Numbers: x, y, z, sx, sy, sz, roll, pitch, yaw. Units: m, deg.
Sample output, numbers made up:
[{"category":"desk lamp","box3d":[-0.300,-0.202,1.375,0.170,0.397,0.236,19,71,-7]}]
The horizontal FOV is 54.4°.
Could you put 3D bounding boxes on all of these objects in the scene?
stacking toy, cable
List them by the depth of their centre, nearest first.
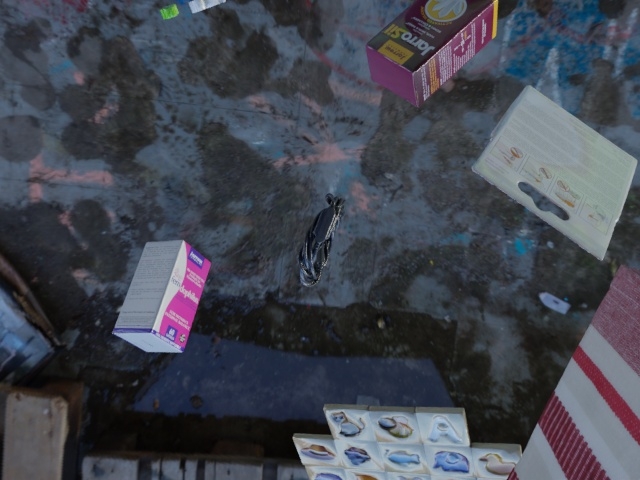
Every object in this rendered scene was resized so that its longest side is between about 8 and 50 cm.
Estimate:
[{"category":"stacking toy","box3d":[-0.229,-0.435,0.958,0.052,0.221,0.166,-29,116,-21]},{"category":"cable","box3d":[0.000,0.000,1.207,0.047,0.150,0.184,19,89,7]}]

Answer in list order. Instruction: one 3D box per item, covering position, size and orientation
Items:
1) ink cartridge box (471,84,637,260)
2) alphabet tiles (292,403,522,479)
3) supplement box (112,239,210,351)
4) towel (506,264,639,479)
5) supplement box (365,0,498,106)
[{"category":"ink cartridge box","box3d":[0.231,-0.065,0.621,0.145,0.179,0.045,37,142,5]},{"category":"alphabet tiles","box3d":[0.125,0.339,0.820,0.285,0.011,0.342,-4,122,21]},{"category":"supplement box","box3d":[-0.339,0.120,1.351,0.114,0.111,0.220,-5,58,28]},{"category":"towel","box3d":[0.202,0.200,0.439,0.037,0.237,0.328,19,107,-4]},{"category":"supplement box","box3d":[0.173,-0.311,0.967,0.188,0.080,0.104,-43,61,-12]}]
